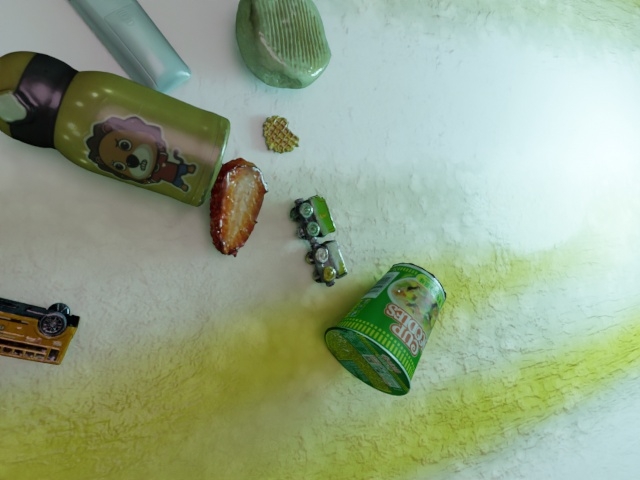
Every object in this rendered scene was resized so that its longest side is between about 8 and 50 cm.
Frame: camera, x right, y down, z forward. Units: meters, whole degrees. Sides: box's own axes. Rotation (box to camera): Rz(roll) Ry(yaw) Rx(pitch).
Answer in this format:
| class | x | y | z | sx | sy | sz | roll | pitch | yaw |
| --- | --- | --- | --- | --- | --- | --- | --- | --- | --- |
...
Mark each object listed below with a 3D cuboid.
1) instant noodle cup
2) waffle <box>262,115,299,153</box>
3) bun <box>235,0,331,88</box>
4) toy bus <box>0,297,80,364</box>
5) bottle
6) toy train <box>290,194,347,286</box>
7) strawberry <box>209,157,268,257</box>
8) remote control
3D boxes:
| class | x | y | z | sx | sy | sz | roll | pitch | yaw |
| --- | --- | --- | --- | --- | --- | --- | --- | --- | --- |
| instant noodle cup | 0.152 | 0.174 | 0.911 | 0.207 | 0.207 | 0.232 | 50 | 58 | -14 |
| waffle | -0.088 | -0.230 | 0.913 | 0.078 | 0.016 | 0.085 | -24 | 96 | -27 |
| bun | -0.084 | -0.419 | 0.885 | 0.221 | 0.108 | 0.221 | 6 | 79 | -34 |
| toy bus | -0.483 | 0.127 | 0.639 | 0.195 | 0.083 | 0.088 | 22 | 85 | -26 |
| bottle | -0.344 | -0.185 | 0.698 | 0.351 | 0.171 | 0.171 | 16 | 78 | -22 |
| toy train | 0.000 | 0.000 | 0.912 | 0.081 | 0.060 | 0.202 | -24 | 98 | -33 |
| strawberry | -0.176 | -0.068 | 0.809 | 0.121 | 0.082 | 0.188 | 5 | 106 | -55 |
| remote control | -0.366 | -0.407 | 0.770 | 0.103 | 0.051 | 0.293 | -44 | 104 | -23 |
